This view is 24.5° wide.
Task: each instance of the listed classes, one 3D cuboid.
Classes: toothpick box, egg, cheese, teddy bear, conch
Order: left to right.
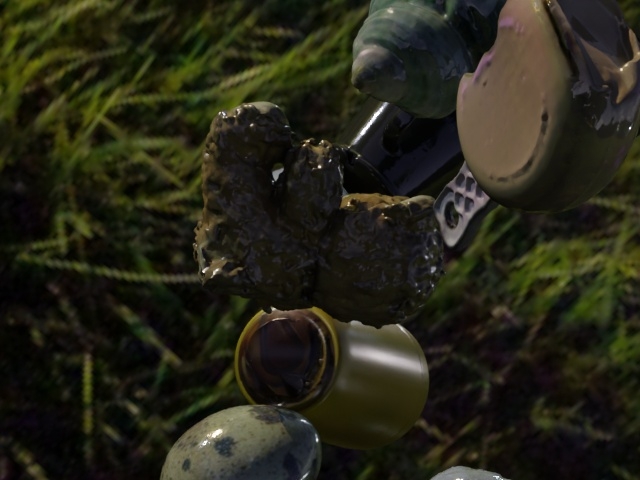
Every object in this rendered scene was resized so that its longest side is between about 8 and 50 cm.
[{"bbox_3d":[-0.082,0.244,1.545,0.141,0.182,0.141,57,2,-4],"label":"egg"},{"bbox_3d":[0.000,0.000,1.460,0.256,0.267,0.156,6,52,-4],"label":"teddy bear"},{"bbox_3d":[0.010,0.159,1.789,0.175,0.175,0.271,60,15,23],"label":"toothpick box"},{"bbox_3d":[0.145,-0.203,1.515,0.277,0.220,0.195,-17,20,-31],"label":"conch"},{"bbox_3d":[0.152,-0.081,1.162,0.082,0.286,0.163,-3,65,-25],"label":"cheese"}]

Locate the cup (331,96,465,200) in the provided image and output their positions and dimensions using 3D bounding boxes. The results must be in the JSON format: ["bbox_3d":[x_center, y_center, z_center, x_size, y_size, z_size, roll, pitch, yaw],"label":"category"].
[{"bbox_3d":[0.108,-0.127,1.893,0.176,0.223,0.169,-43,75,-10],"label":"cup"}]

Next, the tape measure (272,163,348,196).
[{"bbox_3d":[-0.036,-0.013,2.020,0.181,0.182,0.107,45,8,-22],"label":"tape measure"}]

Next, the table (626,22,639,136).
[{"bbox_3d":[0.326,-0.326,1.452,0.335,0.272,0.222,53,23,-3],"label":"table"}]

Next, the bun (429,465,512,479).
[{"bbox_3d":[0.180,0.308,1.653,0.141,0.141,0.083,42,48,-1],"label":"bun"}]
